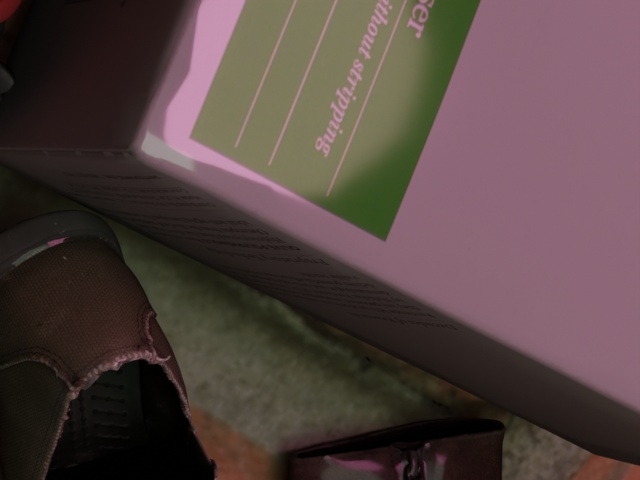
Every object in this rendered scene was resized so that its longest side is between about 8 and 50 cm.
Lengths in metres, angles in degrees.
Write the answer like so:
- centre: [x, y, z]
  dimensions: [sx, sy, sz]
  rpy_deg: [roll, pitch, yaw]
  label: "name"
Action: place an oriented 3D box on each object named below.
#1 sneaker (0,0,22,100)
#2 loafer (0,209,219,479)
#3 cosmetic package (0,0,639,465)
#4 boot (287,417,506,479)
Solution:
- centre: [-0.123, -0.143, 0.525]
  dimensions: [0.135, 0.097, 0.276]
  rpy_deg: [26, 135, -22]
  label: "sneaker"
- centre: [-0.093, 0.106, 0.675]
  dimensions: [0.094, 0.087, 0.251]
  rpy_deg: [-25, 135, -20]
  label: "loafer"
- centre: [0.073, -0.046, 0.672]
  dimensions: [0.365, 0.155, 0.197]
  rpy_deg: [26, 79, -31]
  label: "cosmetic package"
- centre: [-0.009, 0.203, 0.801]
  dimensions: [0.248, 0.090, 0.207]
  rpy_deg: [-11, 101, -25]
  label: "boot"
